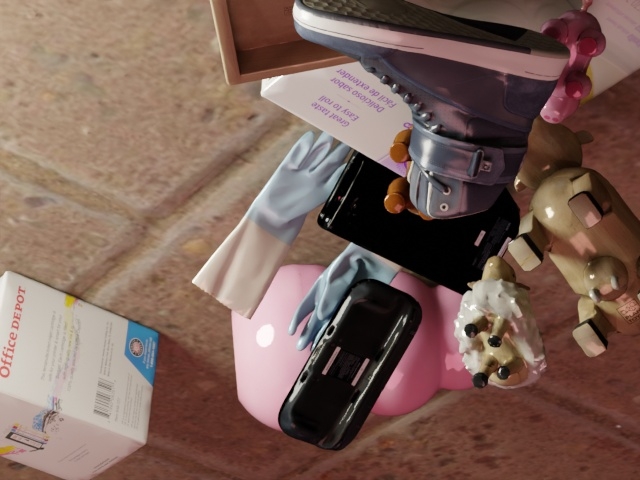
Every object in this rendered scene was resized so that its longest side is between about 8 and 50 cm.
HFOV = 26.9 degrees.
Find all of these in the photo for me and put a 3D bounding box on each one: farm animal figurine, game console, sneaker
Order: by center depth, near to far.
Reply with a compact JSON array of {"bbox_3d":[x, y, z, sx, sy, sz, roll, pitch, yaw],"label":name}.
[{"bbox_3d":[0.070,-0.103,1.065,0.226,0.086,0.163,12,117,-16],"label":"sneaker"},{"bbox_3d":[0.241,-0.051,1.200,0.330,0.172,0.327,-17,101,24],"label":"farm animal figurine"},{"bbox_3d":[0.060,0.064,1.464,0.213,0.044,0.361,26,98,-26],"label":"game console"}]

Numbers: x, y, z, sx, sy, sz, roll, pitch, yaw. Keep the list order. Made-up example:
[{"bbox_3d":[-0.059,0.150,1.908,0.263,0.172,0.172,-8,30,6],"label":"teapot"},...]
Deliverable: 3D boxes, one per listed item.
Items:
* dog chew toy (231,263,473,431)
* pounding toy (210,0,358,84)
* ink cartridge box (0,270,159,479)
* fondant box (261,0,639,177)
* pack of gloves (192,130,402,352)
[{"bbox_3d":[0.062,0.123,1.610,0.331,0.207,0.207,-5,144,-3],"label":"dog chew toy"},{"bbox_3d":[0.008,-0.232,1.078,0.206,0.094,0.181,-11,151,-2],"label":"pounding toy"},{"bbox_3d":[-0.355,0.180,1.727,0.232,0.171,0.168,27,138,-29],"label":"ink cartridge box"},{"bbox_3d":[0.139,-0.194,1.238,0.238,0.096,0.330,27,139,-31],"label":"fondant box"},{"bbox_3d":[0.000,0.000,1.476,0.195,0.046,0.232,35,95,-24],"label":"pack of gloves"}]
